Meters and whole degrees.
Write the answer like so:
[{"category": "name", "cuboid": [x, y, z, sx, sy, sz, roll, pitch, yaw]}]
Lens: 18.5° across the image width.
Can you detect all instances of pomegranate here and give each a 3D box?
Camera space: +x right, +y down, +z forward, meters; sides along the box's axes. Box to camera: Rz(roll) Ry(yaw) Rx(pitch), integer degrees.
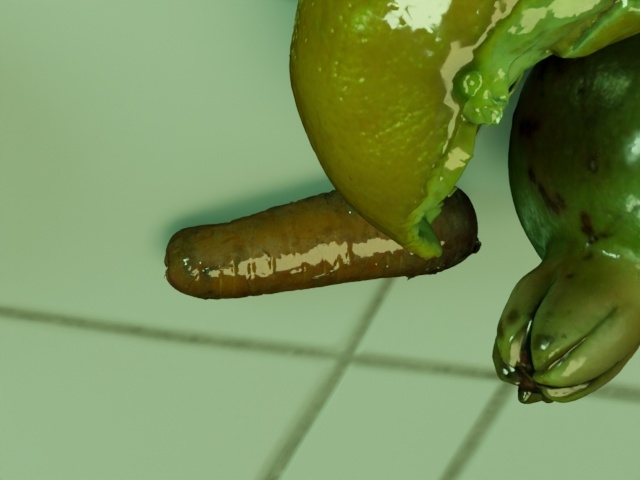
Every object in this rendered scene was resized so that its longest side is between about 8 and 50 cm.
[{"category": "pomegranate", "cuboid": [0.168, -0.035, 1.076, 0.241, 0.190, 0.159, -35, 125, 4]}]

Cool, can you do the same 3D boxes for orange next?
[{"category": "orange", "cuboid": [0.076, -0.117, 0.969, 0.158, 0.179, 0.237, 43, 113, -8]}]

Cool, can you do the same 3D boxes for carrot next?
[{"category": "carrot", "cuboid": [0.000, 0.000, 1.139, 0.186, 0.060, 0.060, -8, 134, -8]}]
